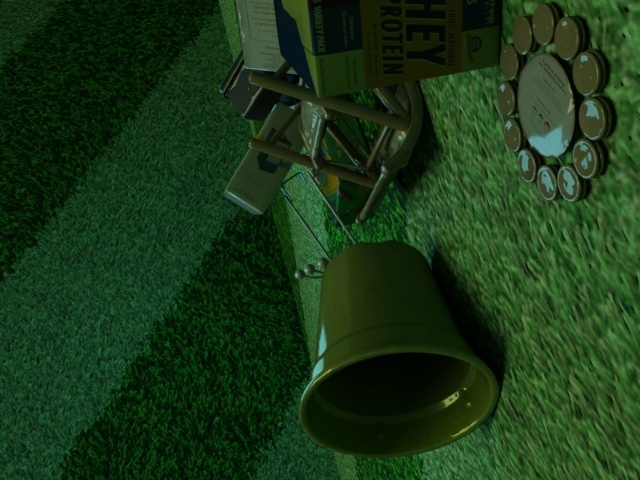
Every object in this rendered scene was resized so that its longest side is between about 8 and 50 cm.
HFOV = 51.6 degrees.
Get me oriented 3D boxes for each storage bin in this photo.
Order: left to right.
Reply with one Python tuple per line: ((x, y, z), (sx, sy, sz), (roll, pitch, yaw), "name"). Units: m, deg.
((-0.119, -0.302, 1.301), (0.135, 0.098, 0.091), (-49, 58, 35), "storage bin")

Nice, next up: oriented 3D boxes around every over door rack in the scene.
((0.000, 0.000, 1.305), (0.324, 0.108, 0.239), (66, 164, 2), "over door rack")

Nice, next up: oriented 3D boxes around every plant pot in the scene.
((0.100, 0.146, 1.000), (0.253, 0.276, 0.276), (-95, 1, -46), "plant pot")

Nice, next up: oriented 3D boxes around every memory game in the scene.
((0.213, -0.126, 0.620), (0.186, 0.012, 0.186), (168, 90, -81), "memory game")

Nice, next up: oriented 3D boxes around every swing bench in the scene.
((0.032, -0.185, 1.052), (0.255, 0.165, 0.253), (35, 163, 3), "swing bench")

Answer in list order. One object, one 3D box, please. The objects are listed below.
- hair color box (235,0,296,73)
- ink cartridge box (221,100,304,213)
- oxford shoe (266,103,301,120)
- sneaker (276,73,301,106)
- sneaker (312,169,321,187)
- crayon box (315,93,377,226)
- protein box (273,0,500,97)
((-0.046, -0.468, 1.092), (0.113, 0.186, 0.374), (-61, -25, -44), "hair color box")
((-0.109, -0.164, 1.364), (0.212, 0.093, 0.154), (-58, 10, -5), "ink cartridge box")
((-0.110, -0.444, 1.559), (0.140, 0.147, 0.396), (-54, -35, -51), "oxford shoe")
((-0.066, -0.343, 1.434), (0.081, 0.091, 0.232), (-71, 17, -5), "sneaker")
((0.017, -0.172, 1.586), (0.178, 0.072, 0.077), (-101, -6, -45), "sneaker")
((0.033, -0.190, 1.376), (0.165, 0.081, 0.278), (94, 161, -60), "crayon box")
((0.063, -0.266, 0.738), (0.199, 0.201, 0.135), (-118, 18, -58), "protein box")
